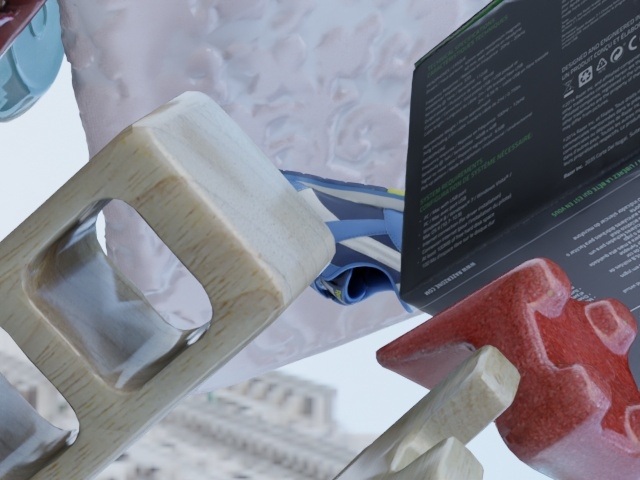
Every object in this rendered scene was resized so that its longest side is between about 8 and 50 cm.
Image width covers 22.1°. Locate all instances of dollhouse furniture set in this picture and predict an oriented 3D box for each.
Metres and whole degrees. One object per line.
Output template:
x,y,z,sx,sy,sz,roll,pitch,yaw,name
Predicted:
-0.058,-0.002,0.482,0.152,0.374,0.201,-41,-174,26,dollhouse furniture set

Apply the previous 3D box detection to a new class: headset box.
0.218,-0.020,0.655,0.246,0.283,0.131,-36,-143,42,headset box

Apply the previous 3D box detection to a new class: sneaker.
0.000,0.000,0.851,0.144,0.053,0.059,10,-103,27,sneaker

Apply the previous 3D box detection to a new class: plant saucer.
-0.164,-0.124,0.899,0.119,0.021,0.119,4,90,-77,plant saucer

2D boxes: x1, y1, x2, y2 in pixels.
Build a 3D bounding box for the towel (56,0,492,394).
0.016,-0.069,0.975,0.053,0.317,0.331,-124,-160,-44,towel
